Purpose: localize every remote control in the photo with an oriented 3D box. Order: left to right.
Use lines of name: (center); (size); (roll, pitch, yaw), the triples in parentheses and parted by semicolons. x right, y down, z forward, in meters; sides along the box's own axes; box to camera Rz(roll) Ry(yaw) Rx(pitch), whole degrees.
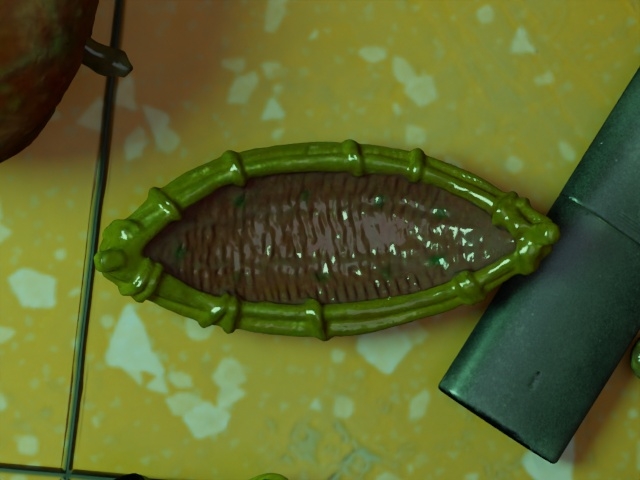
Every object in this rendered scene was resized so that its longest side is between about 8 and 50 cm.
remote control: (0.228, -0.022, 1.386); (0.107, 0.044, 0.377); (33, 85, -5)

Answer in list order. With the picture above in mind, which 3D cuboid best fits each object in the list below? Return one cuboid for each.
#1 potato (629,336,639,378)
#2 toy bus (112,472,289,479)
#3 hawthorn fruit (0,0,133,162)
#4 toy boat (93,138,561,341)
potato: (0.269, 0.097, 1.396); (0.092, 0.045, 0.046); (35, 121, -7)
toy bus: (-0.026, 0.274, 1.295); (0.151, 0.145, 0.331); (-42, 101, -8)
hawthorn fruit: (-0.254, -0.171, 1.181); (0.300, 0.275, 0.275); (24, 87, -12)
toy boat: (0.001, 0.000, 1.317); (0.318, 0.099, 0.141); (-3, 89, -8)
